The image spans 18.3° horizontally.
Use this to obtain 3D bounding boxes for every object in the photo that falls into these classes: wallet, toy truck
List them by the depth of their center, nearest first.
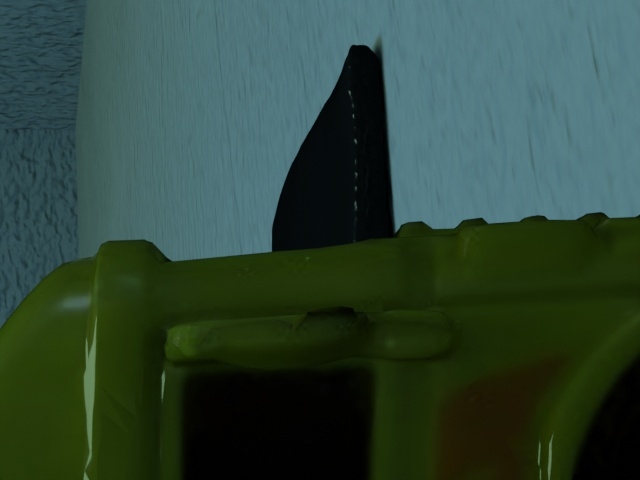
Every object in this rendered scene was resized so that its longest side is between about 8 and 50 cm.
[{"bbox_3d":[0.006,0.195,0.406,0.180,0.254,0.405,124,148,-80],"label":"toy truck"},{"bbox_3d":[-0.001,0.000,1.043,0.244,0.025,0.124,116,152,-69],"label":"wallet"}]
